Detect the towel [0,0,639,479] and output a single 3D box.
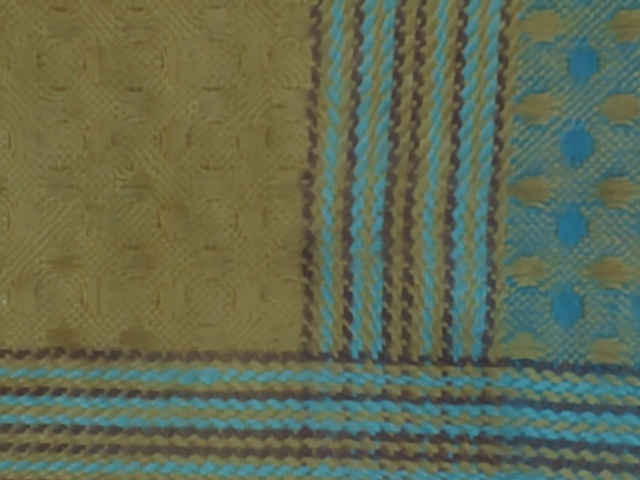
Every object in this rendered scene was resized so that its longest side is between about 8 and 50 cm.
[{"bbox_3d":[0.000,0.000,0.355,0.271,0.040,0.370,4,102,8],"label":"towel"}]
